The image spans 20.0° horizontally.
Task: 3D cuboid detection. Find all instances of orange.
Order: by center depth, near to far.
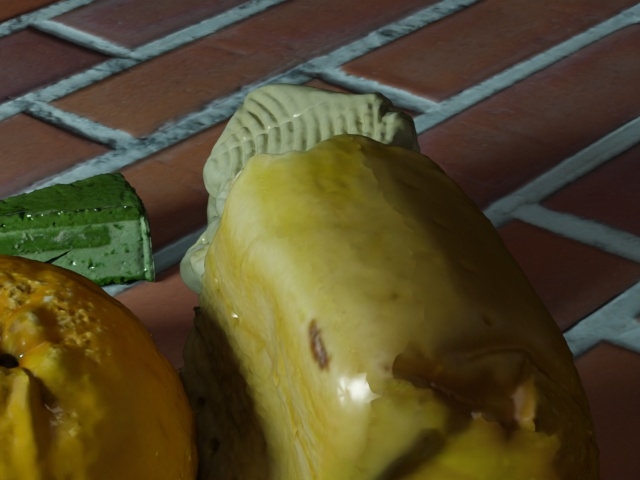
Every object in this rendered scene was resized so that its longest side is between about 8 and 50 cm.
[{"bbox_3d":[-0.257,0.164,1.362,0.340,0.293,0.340,9,44,-9],"label":"orange"}]

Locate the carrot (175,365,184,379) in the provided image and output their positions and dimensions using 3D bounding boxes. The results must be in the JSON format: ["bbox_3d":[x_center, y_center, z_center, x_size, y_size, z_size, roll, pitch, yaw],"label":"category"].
[{"bbox_3d":[-0.179,0.156,1.650,0.248,0.059,0.059,-19,33,-32],"label":"carrot"}]

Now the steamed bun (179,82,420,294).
[{"bbox_3d":[0.002,-0.002,1.782,0.276,0.203,0.289,-43,41,-15],"label":"steamed bun"}]

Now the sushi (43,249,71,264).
[{"bbox_3d":[-0.407,0.158,1.598,0.373,0.100,0.296,-26,-1,-41],"label":"sushi"}]

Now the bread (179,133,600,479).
[{"bbox_3d":[0.059,0.158,1.361,0.250,0.361,0.394,2,31,-21],"label":"bread"}]

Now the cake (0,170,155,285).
[{"bbox_3d":[-0.298,-0.003,1.905,0.235,0.100,0.099,-6,27,-8],"label":"cake"}]
